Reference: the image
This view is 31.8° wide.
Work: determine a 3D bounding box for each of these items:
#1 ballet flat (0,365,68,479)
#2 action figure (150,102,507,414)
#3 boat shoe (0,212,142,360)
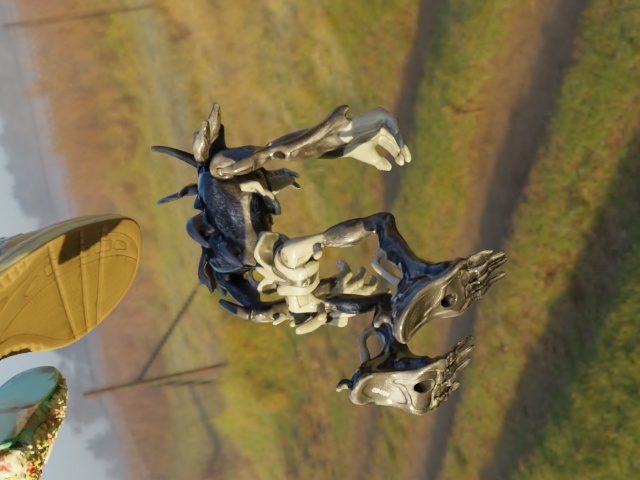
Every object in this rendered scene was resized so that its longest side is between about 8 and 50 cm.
[{"bbox_3d":[-0.286,0.189,1.052,0.241,0.091,0.077,-92,-6,-78],"label":"ballet flat"},{"bbox_3d":[0.000,0.000,0.768,0.275,0.141,0.164,37,133,40],"label":"action figure"},{"bbox_3d":[-0.305,0.046,1.029,0.110,0.341,0.122,22,121,29],"label":"boat shoe"}]
